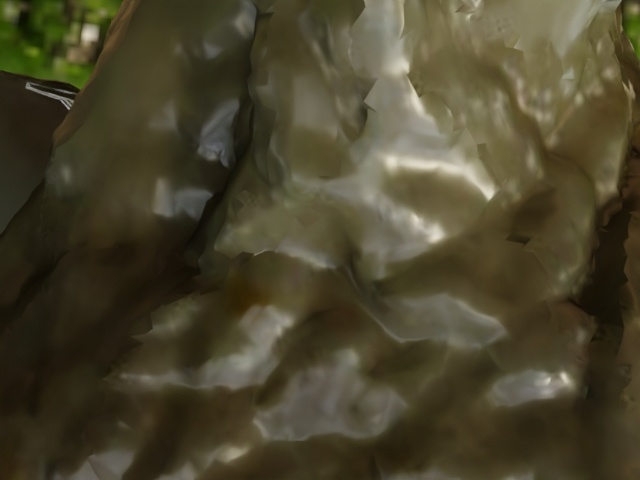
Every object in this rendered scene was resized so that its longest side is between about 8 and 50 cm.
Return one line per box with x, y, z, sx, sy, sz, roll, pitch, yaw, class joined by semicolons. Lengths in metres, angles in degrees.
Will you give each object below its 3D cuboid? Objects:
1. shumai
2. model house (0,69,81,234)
0.004;-0.001;0.553;0.314;0.262;0.267;-18;-147;-4;shumai
-0.349;0.075;0.766;0.445;0.395;0.400;12;-176;-42;model house
